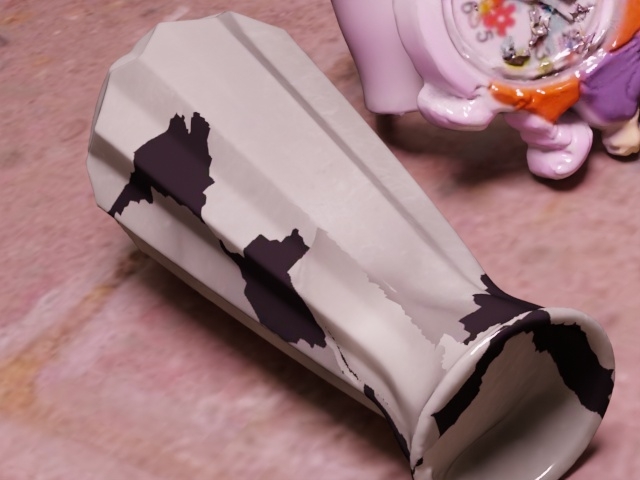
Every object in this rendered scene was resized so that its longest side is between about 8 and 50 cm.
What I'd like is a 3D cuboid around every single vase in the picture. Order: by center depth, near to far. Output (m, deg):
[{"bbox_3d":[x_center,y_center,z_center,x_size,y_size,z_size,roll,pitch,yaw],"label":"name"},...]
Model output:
[{"bbox_3d":[0.000,0.000,0.730,0.165,0.165,0.360,-30,42,-16],"label":"vase"}]

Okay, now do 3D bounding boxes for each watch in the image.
[{"bbox_3d":[0.138,-0.155,0.880,0.244,0.196,0.231,-23,14,-7],"label":"watch"}]
